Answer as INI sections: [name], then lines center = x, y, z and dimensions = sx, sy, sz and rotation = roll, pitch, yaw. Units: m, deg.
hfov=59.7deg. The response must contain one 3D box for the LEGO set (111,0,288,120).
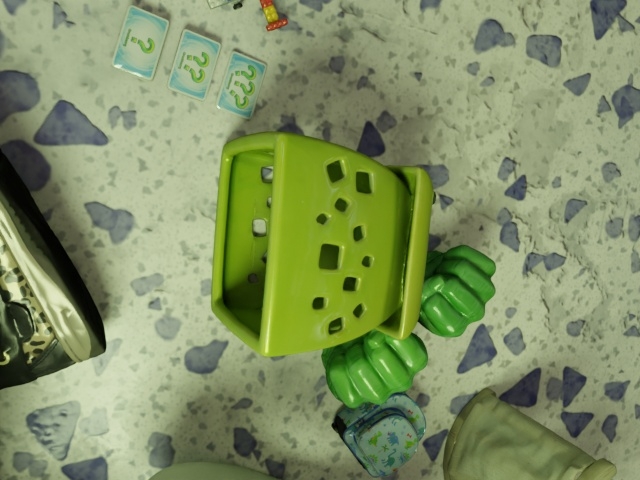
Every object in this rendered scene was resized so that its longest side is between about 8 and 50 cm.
[LEGO set]
center = -0.125, -0.293, 0.675
dimensions = 0.182, 0.060, 0.244
rotation = 18, 90, -22

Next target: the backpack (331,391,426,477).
[backpack]
center = 0.093, 0.269, 0.795
dimensions = 0.114, 0.084, 0.105
rotation = -37, 108, -13

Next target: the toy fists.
[toy fists]
center = 0.118, 0.109, 0.753
dimensions = 0.279, 0.142, 0.096
rotation = -39, 107, -10

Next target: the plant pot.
[plant pot]
center = 0.000, 0.000, 0.666
dimensions = 0.207, 0.228, 0.227
rotation = 4, 95, -24

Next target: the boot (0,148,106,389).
[boot]
center = -0.438, 0.027, 0.576
dimensions = 0.284, 0.138, 0.377
rotation = -30, 110, -12

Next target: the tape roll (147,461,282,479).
[tape roll]
center = -0.036, 0.380, 0.607
dimensions = 0.392, 0.392, 0.072
rotation = 28, 88, -19

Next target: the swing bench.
[swing bench]
center = 0.320, 0.384, 0.791
dimensions = 0.165, 0.253, 0.254
rotation = -44, 106, -8
